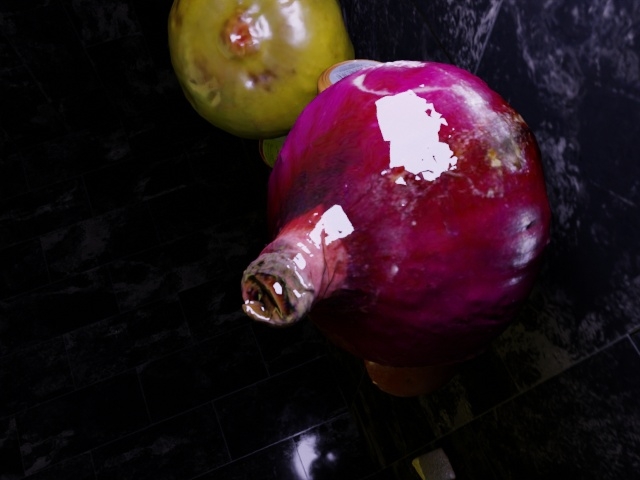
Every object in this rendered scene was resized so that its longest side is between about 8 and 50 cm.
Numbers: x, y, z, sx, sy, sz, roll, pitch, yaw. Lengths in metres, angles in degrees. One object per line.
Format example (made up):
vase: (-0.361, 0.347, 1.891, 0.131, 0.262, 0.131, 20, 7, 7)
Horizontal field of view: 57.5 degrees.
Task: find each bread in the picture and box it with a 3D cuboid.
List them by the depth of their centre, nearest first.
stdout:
bread: (0.281, 0.581, 1.482, 0.109, 0.084, 0.080, 92, 158, -65)

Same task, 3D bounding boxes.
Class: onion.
onion: (0.060, -0.007, 0.622, 0.348, 0.385, 0.347, 15, 117, 33)

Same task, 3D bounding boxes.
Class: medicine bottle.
medicine bottle: (-0.053, -0.226, 1.451, 0.225, 0.139, 0.139, 28, 139, 58)

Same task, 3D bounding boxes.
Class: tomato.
tomato: (0.155, 0.162, 1.017, 0.208, 0.184, 0.208, -19, -90, -88)

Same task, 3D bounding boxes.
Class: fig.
fig: (-0.094, -0.341, 1.049, 0.343, 0.343, 0.343, 160, 90, -80)

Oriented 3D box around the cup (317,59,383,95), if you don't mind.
cup: (0.068, -0.165, 0.981, 0.226, 0.182, 0.264, -75, -12, -46)
